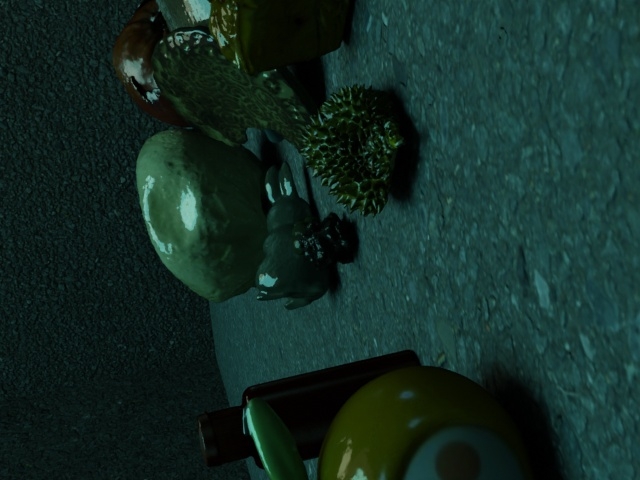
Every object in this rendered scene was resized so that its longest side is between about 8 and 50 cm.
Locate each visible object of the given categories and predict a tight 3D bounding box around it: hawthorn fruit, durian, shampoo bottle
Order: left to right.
[{"bbox_3d":[-0.234,-0.330,1.588,0.307,0.276,0.276,60,-166,-69],"label":"hawthorn fruit"},{"bbox_3d":[-0.009,0.201,0.967,0.064,0.260,0.102,-153,53,-73],"label":"shampoo bottle"},{"bbox_3d":[0.038,-0.096,0.906,0.208,0.102,0.146,-167,73,-72],"label":"durian"}]

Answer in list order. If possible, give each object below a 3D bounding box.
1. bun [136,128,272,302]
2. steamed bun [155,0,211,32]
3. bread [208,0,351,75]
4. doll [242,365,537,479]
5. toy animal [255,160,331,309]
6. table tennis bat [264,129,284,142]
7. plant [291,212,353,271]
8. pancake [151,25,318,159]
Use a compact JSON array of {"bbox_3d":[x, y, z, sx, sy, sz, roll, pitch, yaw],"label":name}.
[{"bbox_3d":[-0.196,-0.066,1.626,0.352,0.227,0.349,-92,-19,-67],"label":"bun"},{"bbox_3d":[-0.155,-0.378,1.287,0.301,0.199,0.251,-178,78,-76],"label":"steamed bun"},{"bbox_3d":[-0.049,-0.332,0.933,0.294,0.167,0.132,94,161,-49],"label":"bread"},{"bbox_3d":[0.062,0.220,0.730,0.213,0.236,0.213,171,90,-83],"label":"doll"},{"bbox_3d":[-0.037,-0.005,1.350,0.108,0.138,0.236,36,-127,-45],"label":"toy animal"},{"bbox_3d":[-0.093,-0.214,1.349,0.237,0.149,0.038,59,-133,-73],"label":"table tennis bat"},{"bbox_3d":[0.000,0.000,1.205,0.085,0.087,0.174,-70,19,-3],"label":"plant"},{"bbox_3d":[-0.124,-0.210,1.257,0.033,0.286,0.288,-61,12,-24],"label":"pancake"}]
